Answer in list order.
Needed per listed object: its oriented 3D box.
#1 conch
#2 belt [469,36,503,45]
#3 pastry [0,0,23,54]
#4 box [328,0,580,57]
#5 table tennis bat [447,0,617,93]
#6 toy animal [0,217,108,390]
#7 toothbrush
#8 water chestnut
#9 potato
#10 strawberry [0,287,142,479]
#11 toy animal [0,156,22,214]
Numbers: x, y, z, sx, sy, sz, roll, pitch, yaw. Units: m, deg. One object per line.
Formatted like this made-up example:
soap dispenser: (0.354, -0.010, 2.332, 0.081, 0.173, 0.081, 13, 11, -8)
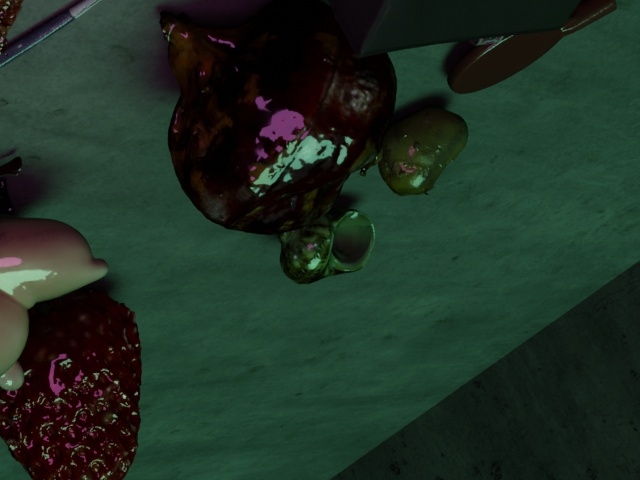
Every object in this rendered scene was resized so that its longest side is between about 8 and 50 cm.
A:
conch: (-0.002, -0.002, 2.349, 0.187, 0.124, 0.181, -52, 147, -9)
belt: (0.275, -0.378, 1.889, 0.053, 0.071, 0.232, -9, 157, -19)
pastry: (-0.391, -0.264, 1.410, 0.115, 0.097, 0.208, 5, 145, -34)
box: (0.161, -0.393, 1.505, 0.345, 0.251, 0.204, -11, 153, -30)
table tennis bat: (0.352, -0.330, 2.090, 0.310, 0.038, 0.200, -29, 167, -3)
toy animal: (-0.503, 0.095, 1.786, 0.277, 0.247, 0.345, -5, 180, 41)
toothbrush: (-0.326, -0.270, 1.555, 0.288, 0.024, 0.026, -30, 171, 8)
water chestnut: (-0.084, -0.184, 1.683, 0.347, 0.335, 0.335, 34, 122, -30)
potato: (0.173, -0.161, 2.186, 0.176, 0.137, 0.137, -46, 159, -9)
strawberry: (-0.444, 0.274, 2.176, 0.317, 0.345, 0.295, -6, 151, -39)
toy animal: (-0.517, -0.062, 1.772, 0.202, 0.070, 0.105, -13, 145, -13)
